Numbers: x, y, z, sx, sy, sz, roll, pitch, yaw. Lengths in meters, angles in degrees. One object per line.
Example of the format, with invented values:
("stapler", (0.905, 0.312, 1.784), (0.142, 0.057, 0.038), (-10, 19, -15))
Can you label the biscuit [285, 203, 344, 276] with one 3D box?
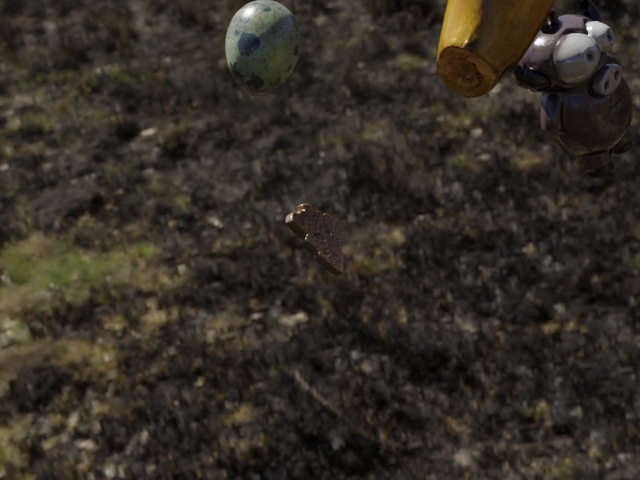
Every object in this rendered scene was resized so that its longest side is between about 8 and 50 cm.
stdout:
("biscuit", (0.000, 0.000, 1.317), (0.016, 0.092, 0.082), (-37, -18, 30))

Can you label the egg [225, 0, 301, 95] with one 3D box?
("egg", (-0.107, -0.357, 2.249), (0.141, 0.182, 0.141), (9, -9, 1))

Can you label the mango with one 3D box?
("mango", (0.238, -0.351, 1.512), (0.144, 0.359, 0.187), (22, 10, 16))

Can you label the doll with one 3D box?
("doll", (0.363, -0.213, 1.706), (0.117, 0.257, 0.182), (13, 49, 45))
